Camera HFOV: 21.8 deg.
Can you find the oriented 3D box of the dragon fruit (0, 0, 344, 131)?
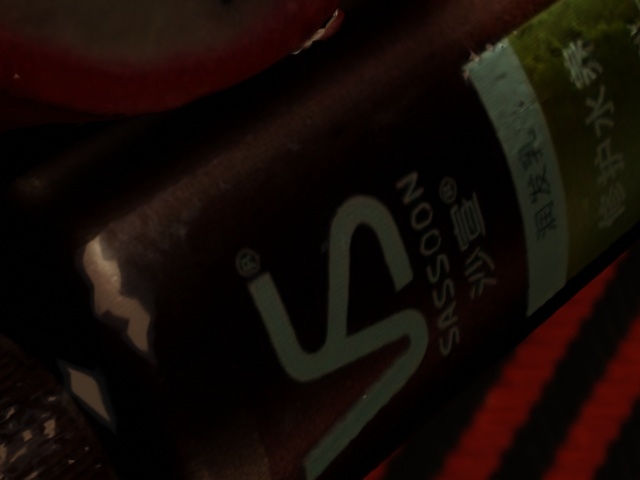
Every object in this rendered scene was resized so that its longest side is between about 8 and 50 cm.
[{"bbox_3d":[-0.126,-0.165,0.378,0.305,0.226,0.305,0,90,-54],"label":"dragon fruit"}]

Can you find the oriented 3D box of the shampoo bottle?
[{"bbox_3d":[0.000,0.000,0.447,0.323,0.084,0.129,-35,120,-36],"label":"shampoo bottle"}]
